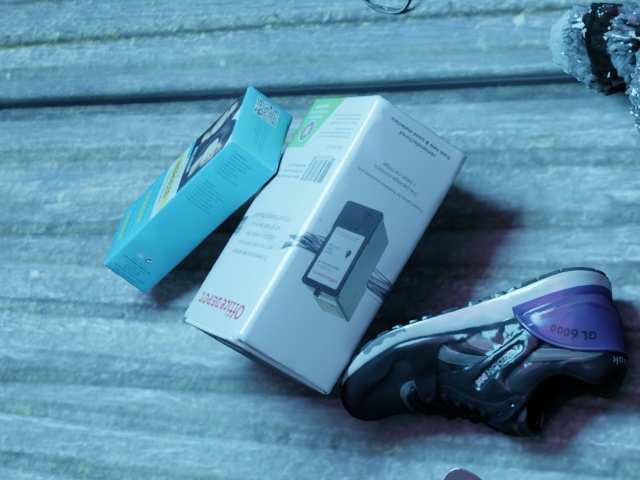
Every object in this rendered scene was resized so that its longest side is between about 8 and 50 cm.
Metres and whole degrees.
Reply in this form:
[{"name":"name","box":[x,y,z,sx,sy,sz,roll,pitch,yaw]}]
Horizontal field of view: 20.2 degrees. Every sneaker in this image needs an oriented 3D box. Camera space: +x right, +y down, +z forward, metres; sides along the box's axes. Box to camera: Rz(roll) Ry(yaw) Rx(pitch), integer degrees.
[{"name":"sneaker","box":[0.146,0.130,1.659,0.283,0.107,0.124,-24,58,23]}]

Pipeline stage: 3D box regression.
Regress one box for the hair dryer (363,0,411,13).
[{"name":"hair dryer","box":[0.065,-0.409,2.045,0.223,0.080,0.293,-47,47,5]}]

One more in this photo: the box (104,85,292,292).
[{"name":"box","box":[-0.132,-0.051,1.919,0.244,0.060,0.100,-41,21,36]}]

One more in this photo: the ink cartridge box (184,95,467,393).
[{"name":"ink cartridge box","box":[0.000,0.000,1.780,0.273,0.115,0.198,-59,18,-6]}]

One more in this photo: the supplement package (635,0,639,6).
[{"name":"supplement package","box":[0.394,-0.294,1.663,0.203,0.194,0.149,5,67,37]}]

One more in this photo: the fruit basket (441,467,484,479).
[{"name":"fruit basket","box":[0.175,0.351,1.316,0.327,0.353,0.165,-60,7,32]}]

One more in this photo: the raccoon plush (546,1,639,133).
[{"name":"raccoon plush","box":[0.346,-0.047,1.618,0.446,0.216,0.299,12,85,70]}]
